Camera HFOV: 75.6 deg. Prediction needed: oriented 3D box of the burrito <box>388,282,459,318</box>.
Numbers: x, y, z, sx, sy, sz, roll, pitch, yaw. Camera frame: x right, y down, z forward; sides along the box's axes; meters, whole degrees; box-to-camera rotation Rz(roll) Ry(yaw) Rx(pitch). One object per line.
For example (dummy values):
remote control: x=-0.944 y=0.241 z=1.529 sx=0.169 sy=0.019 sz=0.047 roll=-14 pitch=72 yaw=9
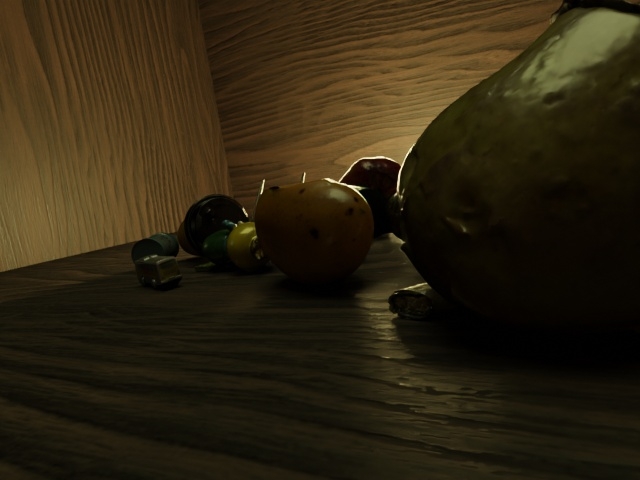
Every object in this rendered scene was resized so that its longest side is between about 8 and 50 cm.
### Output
burrito: x=0.157 y=0.064 z=0.495 sx=0.149 sy=0.041 sz=0.055 roll=-12 pitch=-6 yaw=0

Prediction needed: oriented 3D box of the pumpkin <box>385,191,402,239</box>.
pumpkin: x=0.271 y=-0.074 z=1.013 sx=0.219 sy=0.162 sz=0.219 roll=-33 pitch=11 yaw=8

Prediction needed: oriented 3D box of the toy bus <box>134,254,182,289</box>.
toy bus: x=-0.379 y=0.071 z=0.958 sx=0.057 sy=0.072 sz=0.172 roll=-20 pitch=12 yaw=-38

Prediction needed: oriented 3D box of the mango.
mango: x=-0.009 y=-0.015 z=0.714 sx=0.160 sy=0.191 sz=0.290 roll=-21 pitch=8 yaw=-27

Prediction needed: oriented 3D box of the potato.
potato: x=0.210 y=-0.017 z=0.393 sx=0.237 sy=0.301 sz=0.289 roll=-39 pitch=34 yaw=5

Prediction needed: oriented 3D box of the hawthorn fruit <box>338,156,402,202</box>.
hawthorn fruit: x=0.176 y=-0.182 z=1.476 sx=0.254 sy=0.254 sz=0.300 roll=-10 pitch=19 yaw=-6

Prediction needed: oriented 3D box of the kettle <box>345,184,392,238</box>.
kettle: x=0.104 y=-0.076 z=1.224 sx=0.240 sy=0.165 sz=0.255 roll=19 pitch=-4 yaw=-26

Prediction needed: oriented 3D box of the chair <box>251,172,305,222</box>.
chair: x=-0.120 y=-0.057 z=1.339 sx=0.188 sy=0.166 sz=0.272 roll=-5 pitch=51 yaw=22

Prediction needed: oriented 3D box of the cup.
cup: x=-0.347 y=-0.028 z=1.287 sx=0.196 sy=0.196 sz=0.279 roll=-14 pitch=0 yaw=-33

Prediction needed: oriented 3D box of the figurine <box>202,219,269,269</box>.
figurine: x=-0.165 y=0.014 z=1.011 sx=0.185 sy=0.127 sz=0.234 roll=6 pitch=-15 yaw=-45

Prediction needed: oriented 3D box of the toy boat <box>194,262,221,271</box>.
toy boat: x=-0.275 y=0.061 z=1.109 sx=0.063 sy=0.016 sz=0.115 roll=-4 pitch=9 yaw=30

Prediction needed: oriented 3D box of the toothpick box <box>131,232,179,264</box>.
toothpick box: x=-0.507 y=0.033 z=1.277 sx=0.101 sy=0.101 sz=0.153 roll=-9 pitch=9 yaw=-3
